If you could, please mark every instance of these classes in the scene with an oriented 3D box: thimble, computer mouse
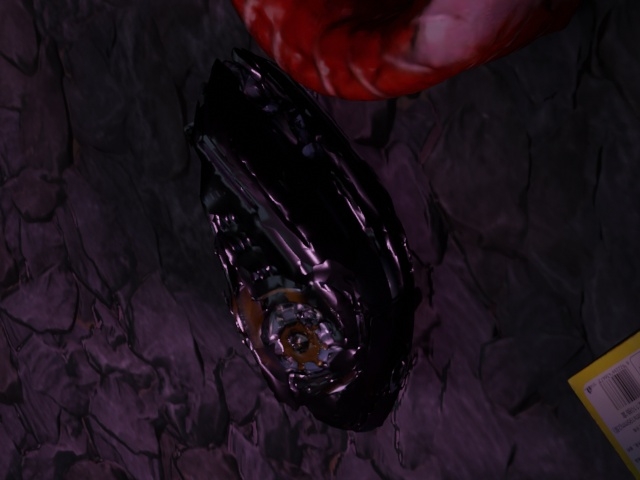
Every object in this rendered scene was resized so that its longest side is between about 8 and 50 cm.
[{"bbox_3d":[0.044,-0.158,0.865,0.189,0.125,0.163,8,114,45],"label":"thimble"},{"bbox_3d":[0.000,0.000,1.002,0.077,0.146,0.242,-19,105,23],"label":"computer mouse"}]

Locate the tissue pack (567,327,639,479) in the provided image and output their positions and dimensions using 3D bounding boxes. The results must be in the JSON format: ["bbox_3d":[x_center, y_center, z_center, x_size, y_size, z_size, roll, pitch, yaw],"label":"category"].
[{"bbox_3d":[0.213,0.060,0.842,0.095,0.062,0.176,55,139,8],"label":"tissue pack"}]
